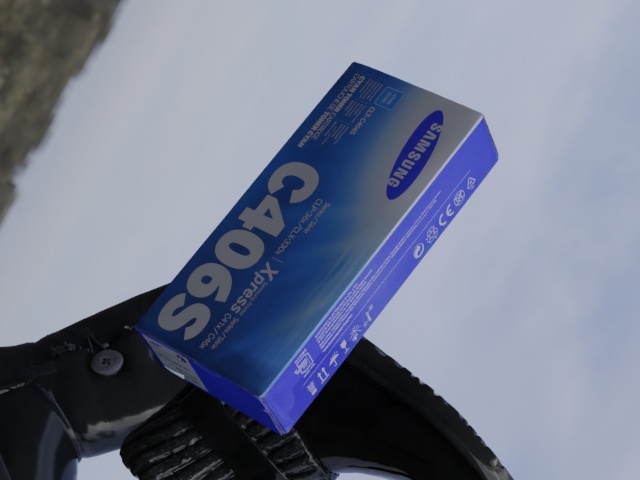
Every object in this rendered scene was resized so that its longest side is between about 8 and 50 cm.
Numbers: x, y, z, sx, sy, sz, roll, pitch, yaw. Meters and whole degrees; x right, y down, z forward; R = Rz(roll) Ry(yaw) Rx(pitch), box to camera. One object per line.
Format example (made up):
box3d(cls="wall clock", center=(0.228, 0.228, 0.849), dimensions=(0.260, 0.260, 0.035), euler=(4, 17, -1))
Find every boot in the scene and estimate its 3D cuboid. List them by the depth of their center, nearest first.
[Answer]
box3d(cls="boot", center=(0.001, 0.229, 1.790), dimensions=(0.260, 0.348, 0.131), euler=(-50, 162, -5))
box3d(cls="boot", center=(-0.202, 0.224, 2.183), dimensions=(0.146, 0.445, 0.367), euler=(106, -37, -53))

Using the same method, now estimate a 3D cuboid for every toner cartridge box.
box3d(cls="toner cartridge box", center=(0.000, 0.000, 1.715), dimensions=(0.348, 0.165, 0.075), euler=(-52, 145, -18))
